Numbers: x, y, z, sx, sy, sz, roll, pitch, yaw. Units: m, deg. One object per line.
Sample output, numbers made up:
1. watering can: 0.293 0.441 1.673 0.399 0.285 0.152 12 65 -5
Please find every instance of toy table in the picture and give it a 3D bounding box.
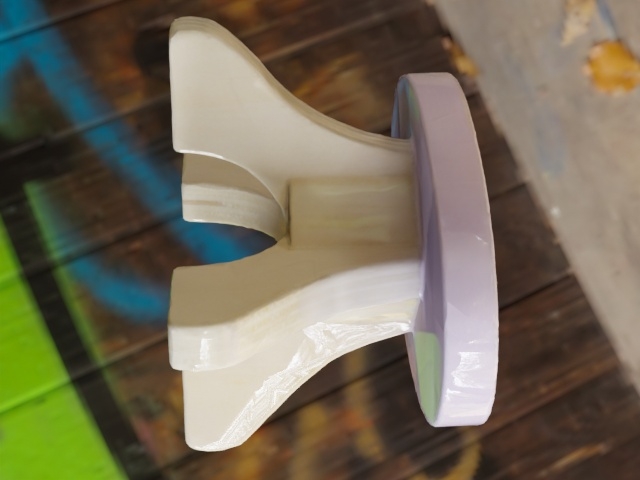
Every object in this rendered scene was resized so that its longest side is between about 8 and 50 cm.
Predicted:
1. toy table: 0.000 0.000 1.011 0.274 0.161 0.252 -101 9 -77
